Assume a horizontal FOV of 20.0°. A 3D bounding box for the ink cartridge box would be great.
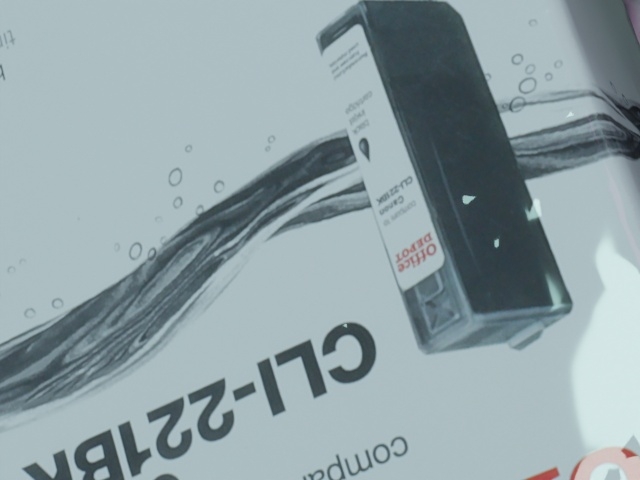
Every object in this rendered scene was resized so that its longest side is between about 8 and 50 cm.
[{"bbox_3d":[0.000,0.000,0.515,0.197,0.114,0.273,-25,69,18],"label":"ink cartridge box"}]
